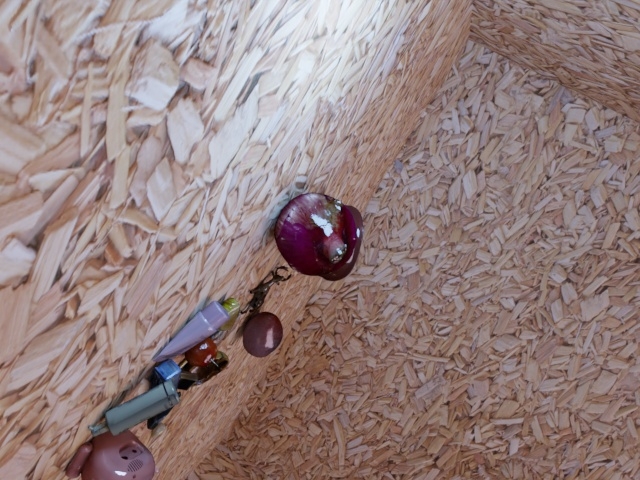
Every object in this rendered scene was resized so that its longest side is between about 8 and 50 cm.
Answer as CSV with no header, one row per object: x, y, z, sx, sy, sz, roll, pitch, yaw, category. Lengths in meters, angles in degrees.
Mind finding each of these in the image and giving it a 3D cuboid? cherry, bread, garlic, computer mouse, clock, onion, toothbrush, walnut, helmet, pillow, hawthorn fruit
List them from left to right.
-0.655,0.741,1.332,0.142,0.241,0.227,-59,167,-1,clock
-0.727,0.855,1.819,0.053,0.041,0.083,-51,175,-1,garlic
-0.641,0.680,1.628,0.106,0.062,0.192,-44,-175,28,computer mouse
-0.500,0.441,1.648,0.288,0.024,0.021,-49,168,-31,toothbrush
-0.460,0.432,1.570,0.125,0.140,0.124,-11,103,-57,hawthorn fruit
-0.494,0.521,1.695,0.211,0.087,0.167,-37,146,4,walnut
-0.437,0.417,1.801,0.232,0.043,0.126,-45,169,-51,pillow
-0.384,0.303,1.600,0.094,0.083,0.157,-40,158,-45,bread
-0.309,0.480,2.119,0.239,0.206,0.238,-9,100,-55,cherry
0.000,0.000,1.870,0.230,0.337,0.384,8,127,-38,helmet
0.002,-0.004,1.556,0.347,0.348,0.385,-58,-151,6,onion

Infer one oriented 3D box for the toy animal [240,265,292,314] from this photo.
-0.270,0.240,1.942,0.243,0.087,0.260,-47,175,29,toy animal

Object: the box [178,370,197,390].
-0.547,0.558,1.604,0.083,0.035,0.079,29,116,-39,box

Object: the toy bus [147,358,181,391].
-0.566,0.532,1.460,0.094,0.079,0.236,-22,147,-43,toy bus

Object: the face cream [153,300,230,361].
-0.456,0.334,1.432,0.274,0.096,0.154,-41,169,-8,face cream

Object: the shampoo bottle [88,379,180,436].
-0.595,0.550,1.297,0.263,0.085,0.085,-23,154,-23,shampoo bottle
